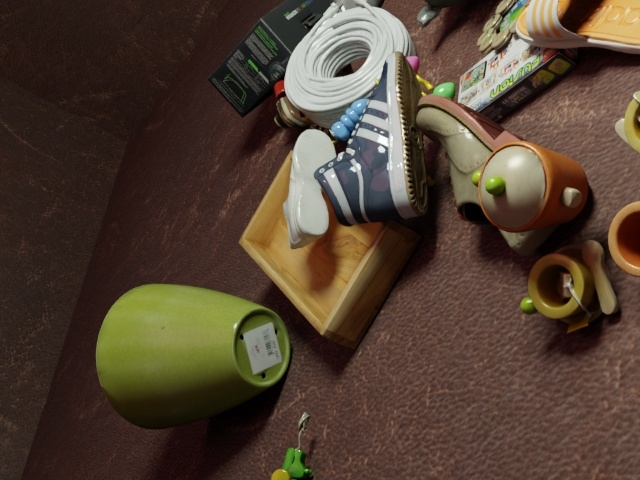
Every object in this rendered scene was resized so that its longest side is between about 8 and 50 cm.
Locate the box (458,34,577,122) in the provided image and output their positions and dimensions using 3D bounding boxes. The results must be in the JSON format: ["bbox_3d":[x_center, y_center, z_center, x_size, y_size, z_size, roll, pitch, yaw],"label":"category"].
[{"bbox_3d":[0.279,-0.244,1.220,0.207,0.036,0.114,-35,35,47],"label":"box"}]

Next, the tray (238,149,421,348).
[{"bbox_3d":[0.000,0.000,1.435,0.203,0.076,0.411,-59,31,6],"label":"tray"}]

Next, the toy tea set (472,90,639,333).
[{"bbox_3d":[0.284,-0.047,0.808,0.336,0.124,0.200,-36,62,45],"label":"toy tea set"}]

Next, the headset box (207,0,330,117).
[{"bbox_3d":[-0.096,-0.464,2.022,0.283,0.131,0.246,-35,10,47],"label":"headset box"}]

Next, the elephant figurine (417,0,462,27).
[{"bbox_3d":[0.250,-0.482,1.384,0.169,0.186,0.239,-32,17,-17],"label":"elephant figurine"}]

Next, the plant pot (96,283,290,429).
[{"bbox_3d":[-0.203,0.197,1.510,0.293,0.274,0.275,-12,53,42],"label":"plant pot"}]

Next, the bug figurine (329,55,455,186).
[{"bbox_3d":[0.119,-0.194,1.384,0.216,0.072,0.279,-49,38,12],"label":"bug figurine"}]

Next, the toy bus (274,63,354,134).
[{"bbox_3d":[0.020,-0.280,1.715,0.202,0.104,0.191,-43,56,-10],"label":"toy bus"}]

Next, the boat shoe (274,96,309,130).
[{"bbox_3d":[-0.060,-0.291,1.926,0.095,0.095,0.257,-55,12,23],"label":"boat shoe"}]

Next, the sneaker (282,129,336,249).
[{"bbox_3d":[-0.030,-0.086,1.409,0.094,0.080,0.212,-41,37,53],"label":"sneaker"}]

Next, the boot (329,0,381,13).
[{"bbox_3d":[0.148,-0.613,1.812,0.222,0.118,0.338,-3,66,58],"label":"boot"}]

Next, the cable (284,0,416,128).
[{"bbox_3d":[0.053,-0.328,1.600,0.257,0.089,0.257,-44,48,-3],"label":"cable"}]

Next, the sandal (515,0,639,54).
[{"bbox_3d":[0.338,-0.297,1.053,0.102,0.076,0.265,-56,34,-4],"label":"sandal"}]

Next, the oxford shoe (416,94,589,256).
[{"bbox_3d":[0.198,-0.096,1.106,0.130,0.123,0.348,-61,26,13],"label":"oxford shoe"}]

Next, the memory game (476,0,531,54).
[{"bbox_3d":[0.303,-0.355,1.272,0.186,0.012,0.186,-47,15,16],"label":"memory game"}]

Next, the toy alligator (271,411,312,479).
[{"bbox_3d":[-0.037,0.347,1.225,0.051,0.056,0.190,17,76,24],"label":"toy alligator"}]

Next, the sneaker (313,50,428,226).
[{"bbox_3d":[0.074,-0.150,1.267,0.153,0.099,0.282,-15,59,28],"label":"sneaker"}]
